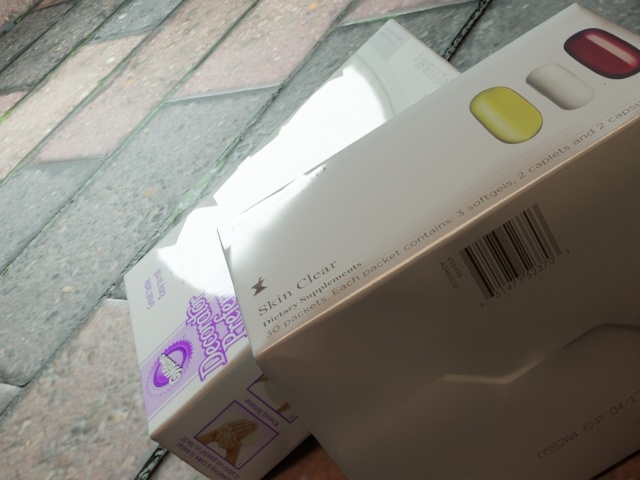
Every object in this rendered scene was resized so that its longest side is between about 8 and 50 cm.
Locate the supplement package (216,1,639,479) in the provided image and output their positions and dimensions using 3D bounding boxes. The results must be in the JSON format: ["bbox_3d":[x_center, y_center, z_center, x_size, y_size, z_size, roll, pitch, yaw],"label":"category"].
[{"bbox_3d":[0.107,0.027,0.575,0.261,0.204,0.145,-32,30,2],"label":"supplement package"}]

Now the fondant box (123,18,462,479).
[{"bbox_3d":[0.000,0.000,0.760,0.330,0.096,0.238,-44,29,8],"label":"fondant box"}]
